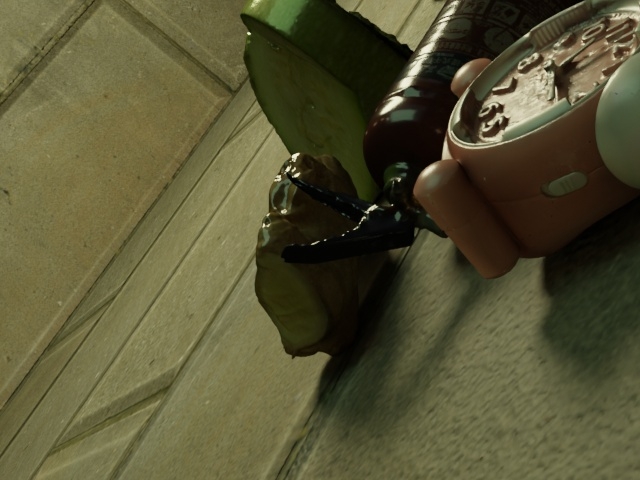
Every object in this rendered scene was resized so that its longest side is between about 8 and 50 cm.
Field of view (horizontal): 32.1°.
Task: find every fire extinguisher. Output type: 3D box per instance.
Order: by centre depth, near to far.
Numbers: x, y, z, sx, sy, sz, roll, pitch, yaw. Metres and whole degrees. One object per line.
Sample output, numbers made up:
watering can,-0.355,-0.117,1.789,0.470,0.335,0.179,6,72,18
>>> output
fire extinguisher,0.088,-0.105,0.786,0.344,0.138,0.102,-57,-26,-29

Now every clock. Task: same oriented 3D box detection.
clock,0.147,-0.065,0.589,0.162,0.093,0.166,-30,23,36

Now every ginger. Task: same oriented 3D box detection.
ginger,-0.001,-0.004,0.838,0.074,0.137,0.213,0,27,15

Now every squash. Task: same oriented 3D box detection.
squash,0.000,-0.147,1.013,0.133,0.220,0.220,-48,12,-4
